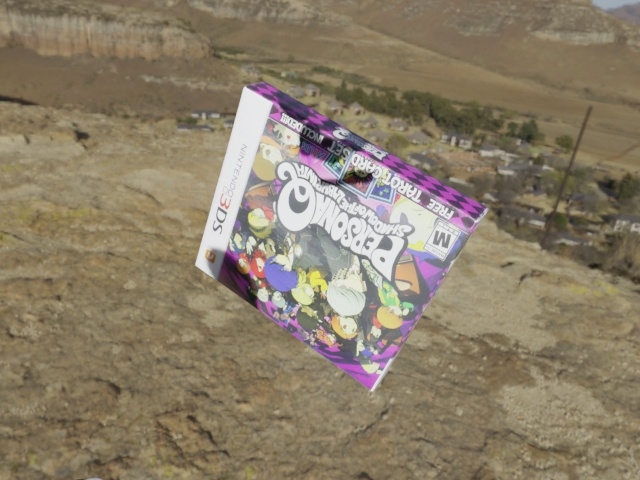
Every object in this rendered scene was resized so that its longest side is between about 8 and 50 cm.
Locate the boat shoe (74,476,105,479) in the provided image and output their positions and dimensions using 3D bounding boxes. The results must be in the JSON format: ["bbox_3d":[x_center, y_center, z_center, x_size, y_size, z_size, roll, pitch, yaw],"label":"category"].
[{"bbox_3d":[-0.305,0.413,0.599,0.079,0.095,0.254,-22,55,22],"label":"boat shoe"}]

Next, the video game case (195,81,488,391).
[{"bbox_3d":[0.000,0.000,0.488,0.232,0.210,0.042,33,34,14],"label":"video game case"}]
